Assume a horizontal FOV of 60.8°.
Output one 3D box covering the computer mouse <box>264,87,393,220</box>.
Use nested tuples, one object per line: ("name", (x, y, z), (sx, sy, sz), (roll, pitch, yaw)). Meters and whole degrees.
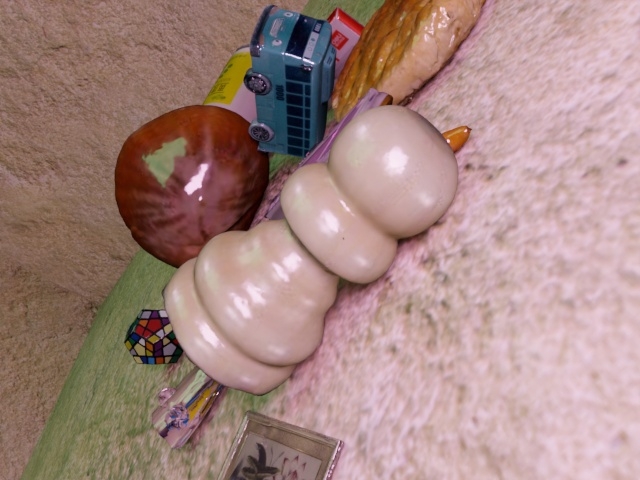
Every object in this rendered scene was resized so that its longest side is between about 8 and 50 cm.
("computer mouse", (0.012, -0.104, 0.812), (0.310, 0.072, 0.158), (-34, 22, 58))

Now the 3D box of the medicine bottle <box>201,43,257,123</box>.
("medicine bottle", (-0.218, -0.328, 1.485), (0.214, 0.214, 0.378), (-26, 37, 55))

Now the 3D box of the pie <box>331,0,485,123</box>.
("pie", (0.129, -0.314, 0.859), (0.339, 0.083, 0.339), (-50, 21, 27))

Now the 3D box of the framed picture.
("framed picture", (-0.066, 0.266, 0.552), (0.231, 0.010, 0.173), (-20, 42, 59))

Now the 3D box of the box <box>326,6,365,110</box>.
("box", (0.012, -0.351, 1.118), (0.229, 0.123, 0.050), (-38, 32, 41))

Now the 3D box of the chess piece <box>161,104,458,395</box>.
("chess piece", (0.000, 0.000, 0.583), (0.330, 0.182, 0.182), (-43, 24, 21))

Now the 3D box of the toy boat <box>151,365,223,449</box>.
("toy boat", (-0.171, 0.211, 0.813), (0.210, 0.066, 0.084), (-47, 32, -5))

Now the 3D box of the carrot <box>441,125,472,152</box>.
("carrot", (0.047, -0.047, 0.677), (0.336, 0.069, 0.069), (-37, 28, 38))

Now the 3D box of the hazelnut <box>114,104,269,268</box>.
("hazelnut", (-0.267, -0.111, 1.144), (0.372, 0.316, 0.372), (-175, 90, -72))

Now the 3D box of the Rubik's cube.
("Rubik's cube", (-0.337, 0.199, 1.131), (0.112, 0.133, 0.133), (-28, 25, 4))

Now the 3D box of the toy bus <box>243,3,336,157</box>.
("toy bus", (-0.051, -0.277, 0.989), (0.256, 0.147, 0.128), (95, -172, -58))
